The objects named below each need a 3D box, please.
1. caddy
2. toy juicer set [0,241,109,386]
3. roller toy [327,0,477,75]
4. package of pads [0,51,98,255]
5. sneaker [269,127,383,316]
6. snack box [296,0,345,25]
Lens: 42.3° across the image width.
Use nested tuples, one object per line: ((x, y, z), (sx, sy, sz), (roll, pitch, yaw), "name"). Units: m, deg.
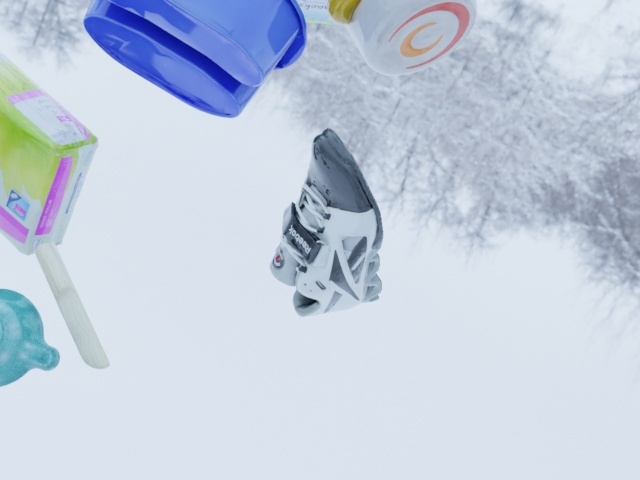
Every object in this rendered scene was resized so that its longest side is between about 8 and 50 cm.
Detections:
((-0.187, -0.347, 1.247), (0.341, 0.179, 0.241), (31, 154, -12), "caddy")
((-0.444, 0.094, 1.119), (0.329, 0.209, 0.089), (-8, 167, 2), "toy juicer set")
((0.129, -0.364, 1.280), (0.146, 0.209, 0.191), (64, -168, 23), "roller toy")
((-0.512, -0.156, 1.346), (0.296, 0.229, 0.101), (39, -148, 15), "package of pads")
((0.000, 0.000, 1.120), (0.146, 0.330, 0.122), (-22, -131, -12), "sneaker")
((0.036, -0.457, 1.492), (0.207, 0.070, 0.174), (11, 167, 12), "snack box")
